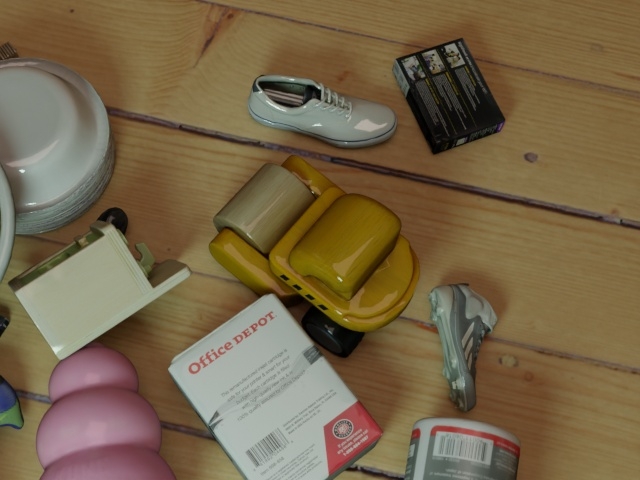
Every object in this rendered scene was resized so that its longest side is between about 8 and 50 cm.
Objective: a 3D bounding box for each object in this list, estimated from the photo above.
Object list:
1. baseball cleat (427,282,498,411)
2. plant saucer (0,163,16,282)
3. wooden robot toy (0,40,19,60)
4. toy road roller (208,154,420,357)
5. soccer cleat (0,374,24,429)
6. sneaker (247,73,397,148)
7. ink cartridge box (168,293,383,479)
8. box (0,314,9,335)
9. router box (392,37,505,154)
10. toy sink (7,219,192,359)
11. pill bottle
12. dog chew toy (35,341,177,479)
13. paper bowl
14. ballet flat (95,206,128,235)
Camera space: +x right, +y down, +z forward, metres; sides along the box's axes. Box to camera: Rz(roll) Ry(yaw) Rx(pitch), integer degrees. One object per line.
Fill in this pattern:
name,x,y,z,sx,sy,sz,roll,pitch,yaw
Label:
baseball cleat,0.236,0.162,1.672,0.110,0.072,0.205,-7,73,-14
plant saucer,-0.641,-0.002,1.579,0.401,0.100,0.400,0,73,1
wooden robot toy,-0.595,-0.294,1.789,0.173,0.079,0.076,-18,71,-10
toy road roller,0.000,0.000,1.627,0.330,0.240,0.202,38,71,10
soccer cleat,-0.572,0.297,1.554,0.289,0.093,0.121,-28,109,-4
sneaker,0.004,-0.219,1.793,0.258,0.091,0.094,7,68,-1
ink cartridge box,-0.069,0.247,1.593,0.197,0.114,0.273,-35,76,-15
box,-0.572,0.163,1.638,0.116,0.029,0.162,27,68,7
router box,0.221,-0.251,1.846,0.133,0.046,0.178,-19,71,-11
toy sink,-0.336,0.053,1.608,0.234,0.153,0.131,-33,104,-15
pill bottle,0.190,0.408,1.523,0.161,0.161,0.283,12,69,1
dog chew toy,-0.312,0.300,1.517,0.207,0.206,0.331,-9,62,-7
paper bowl,-0.479,-0.165,1.712,0.284,0.148,0.284,1,69,-2
ballet flat,-0.362,0.024,1.708,0.057,0.049,0.173,37,74,-19
